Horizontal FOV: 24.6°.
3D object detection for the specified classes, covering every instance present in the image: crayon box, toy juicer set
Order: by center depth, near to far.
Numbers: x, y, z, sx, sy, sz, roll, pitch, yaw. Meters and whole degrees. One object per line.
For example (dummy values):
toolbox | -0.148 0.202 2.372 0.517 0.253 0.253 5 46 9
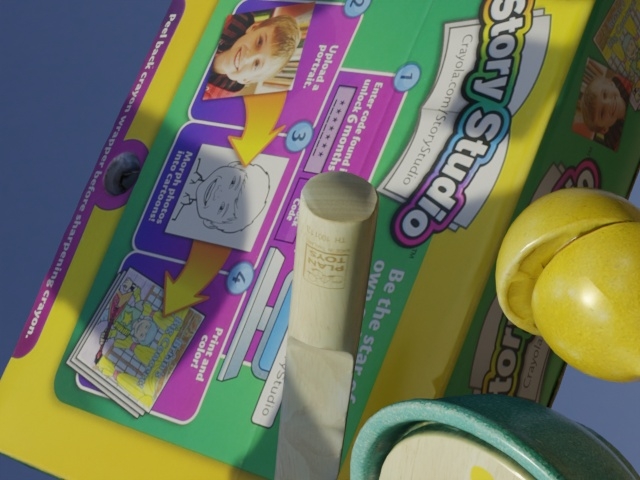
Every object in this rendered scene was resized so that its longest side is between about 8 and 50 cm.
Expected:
toy juicer set | 0.058 0.078 0.490 0.089 0.329 0.209 -32 -55 -33
crayon box | 0.000 0.000 0.838 0.106 0.313 0.363 35 -106 -46
